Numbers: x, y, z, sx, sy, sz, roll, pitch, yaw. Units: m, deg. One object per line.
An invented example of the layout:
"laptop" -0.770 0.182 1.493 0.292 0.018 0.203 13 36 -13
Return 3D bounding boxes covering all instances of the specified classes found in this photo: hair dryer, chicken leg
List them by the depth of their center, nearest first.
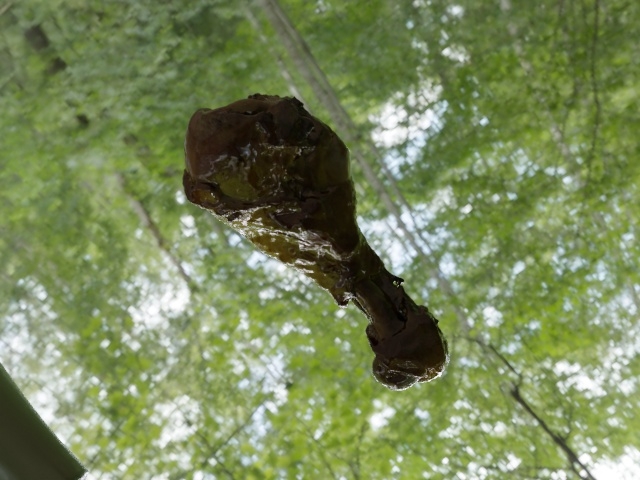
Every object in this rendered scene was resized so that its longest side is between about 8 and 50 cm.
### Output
"chicken leg" 0.001 -0.001 0.567 0.107 0.251 0.087 -37 -179 9
"hair dryer" -0.348 0.176 0.663 0.119 0.295 0.298 113 -1 -57
